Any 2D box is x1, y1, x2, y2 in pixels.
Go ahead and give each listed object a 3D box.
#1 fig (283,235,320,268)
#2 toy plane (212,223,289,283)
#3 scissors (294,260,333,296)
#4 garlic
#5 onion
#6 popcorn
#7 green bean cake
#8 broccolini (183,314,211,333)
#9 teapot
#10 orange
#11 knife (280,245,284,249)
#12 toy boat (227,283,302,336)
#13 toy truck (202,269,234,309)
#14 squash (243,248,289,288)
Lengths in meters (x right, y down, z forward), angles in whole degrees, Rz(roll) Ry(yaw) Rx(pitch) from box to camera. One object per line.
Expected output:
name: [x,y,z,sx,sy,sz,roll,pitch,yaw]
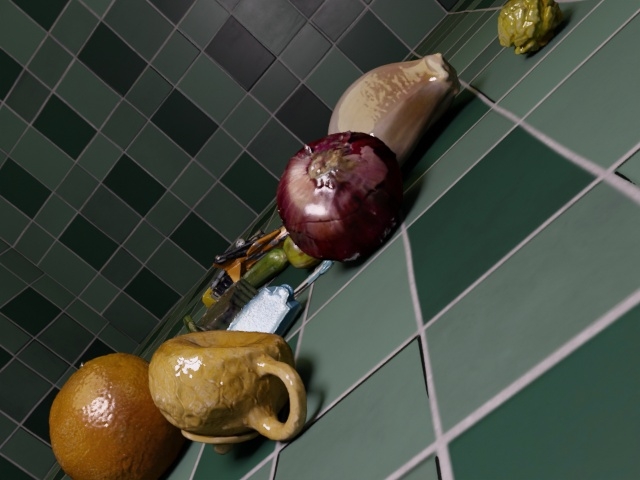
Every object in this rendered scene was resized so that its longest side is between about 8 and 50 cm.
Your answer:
fig: [-0.005,0.007,1.220,0.166,0.093,0.093,-22,22,23]
toy plane: [-0.168,0.003,1.691,0.316,0.204,0.103,-46,55,-1]
scissors: [-0.016,0.078,1.162,0.119,0.014,0.058,-43,11,11]
garlic: [0.158,-0.226,1.220,0.245,0.231,0.340,24,88,33]
onion: [0.044,-0.075,1.023,0.252,0.219,0.252,-14,59,24]
popcorn: [0.387,-0.400,1.020,0.121,0.116,0.106,-77,-13,-74]
green bean cake: [-0.229,0.201,1.353,0.181,0.094,0.173,-45,12,19]
broccolini: [-0.263,0.232,1.214,0.068,0.202,0.091,-2,-65,-49]
teapot: [-0.129,0.221,0.779,0.311,0.167,0.203,-2,-2,43]
orange: [-0.382,0.342,1.054,0.264,0.264,0.264,-46,11,12]
knife: [-0.118,0.025,1.731,0.207,0.014,0.030,-33,20,53]
toy boat: [-0.118,0.184,1.071,0.215,0.088,0.102,-52,-23,-12]
toy truck: [-0.313,0.135,1.891,0.114,0.098,0.227,-44,12,51]
squash: [-0.157,0.083,1.558,0.229,0.066,0.066,-37,16,51]
